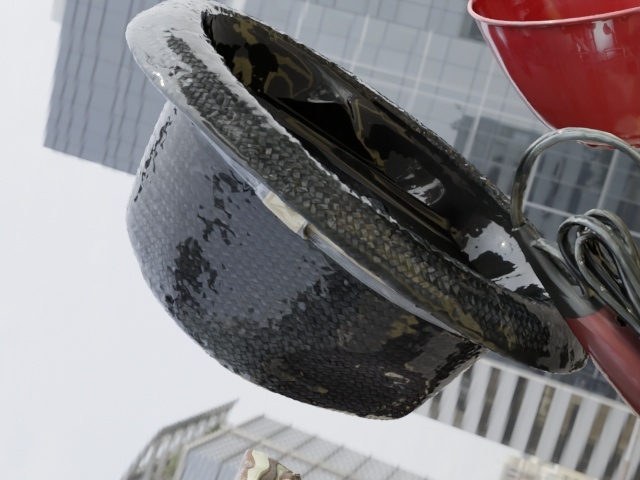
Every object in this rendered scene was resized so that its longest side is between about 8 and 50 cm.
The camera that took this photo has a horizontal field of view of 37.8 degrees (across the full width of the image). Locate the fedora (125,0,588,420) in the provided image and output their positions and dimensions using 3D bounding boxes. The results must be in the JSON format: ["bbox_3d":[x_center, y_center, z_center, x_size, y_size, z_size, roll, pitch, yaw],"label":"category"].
[{"bbox_3d":[0.000,0.000,0.586,0.152,0.334,0.334,-52,-9,21],"label":"fedora"}]

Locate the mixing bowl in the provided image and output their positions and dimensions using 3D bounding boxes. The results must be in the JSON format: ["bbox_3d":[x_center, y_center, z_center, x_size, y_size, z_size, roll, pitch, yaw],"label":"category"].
[{"bbox_3d":[0.188,-0.117,0.566,0.181,0.181,0.098,-51,-49,-52],"label":"mixing bowl"}]

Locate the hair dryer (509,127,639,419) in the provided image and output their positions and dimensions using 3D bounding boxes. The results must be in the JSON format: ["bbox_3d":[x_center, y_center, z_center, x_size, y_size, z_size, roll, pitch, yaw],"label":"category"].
[{"bbox_3d":[0.197,0.091,0.462,0.080,0.223,0.294,-26,-50,-19],"label":"hair dryer"}]

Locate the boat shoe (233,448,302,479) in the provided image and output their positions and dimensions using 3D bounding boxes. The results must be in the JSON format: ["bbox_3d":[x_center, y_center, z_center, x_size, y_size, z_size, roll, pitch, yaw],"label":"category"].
[{"bbox_3d":[-0.058,0.301,1.029,0.257,0.095,0.095,-69,2,-81],"label":"boat shoe"}]
